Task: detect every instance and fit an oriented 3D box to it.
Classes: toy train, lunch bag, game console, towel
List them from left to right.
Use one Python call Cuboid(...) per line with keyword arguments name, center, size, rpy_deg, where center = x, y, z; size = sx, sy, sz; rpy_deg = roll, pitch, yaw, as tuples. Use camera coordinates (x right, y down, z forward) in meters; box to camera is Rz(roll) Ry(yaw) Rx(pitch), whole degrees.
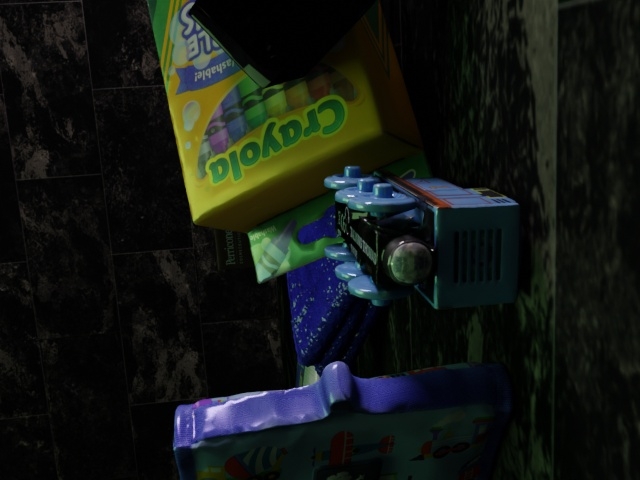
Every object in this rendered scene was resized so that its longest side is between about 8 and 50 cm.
Cuboid(name="game console", center=(-0.070, -0.297, 0.628), size=(0.361, 0.213, 0.044), rpy_deg=(48, -162, 30))
Cuboid(name="towel", center=(0.000, 0.000, 0.972), size=(0.227, 0.076, 0.308), rpy_deg=(109, 156, -44))
Cuboid(name="lunch bag", center=(0.010, 0.168, 0.569), size=(0.293, 0.221, 0.138), rpy_deg=(94, 169, -52))
Cuboid(name="toy train", center=(0.062, -0.006, 0.506), size=(0.184, 0.105, 0.080), rpy_deg=(-125, 34, -76))

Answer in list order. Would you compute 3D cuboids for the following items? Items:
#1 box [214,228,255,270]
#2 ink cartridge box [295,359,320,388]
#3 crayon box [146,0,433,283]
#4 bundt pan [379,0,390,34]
Cuboid(name="box", center=(-0.079, -0.071, 1.226), size=(0.167, 0.203, 0.168), rpy_deg=(-103, 10, -48))
Cuboid(name="ink cartridge box", center=(0.002, 0.204, 1.279), size=(0.303, 0.072, 0.307), rpy_deg=(152, 124, -83))
Cuboid(name="crayon box", center=(-0.037, -0.146, 0.663), size=(0.083, 0.203, 0.322), rpy_deg=(10, -119, -57))
Cuboid(name="bundt pan", center=(-0.013, -0.283, 0.867), size=(0.331, 0.124, 0.330), rpy_deg=(175, 90, -82))
